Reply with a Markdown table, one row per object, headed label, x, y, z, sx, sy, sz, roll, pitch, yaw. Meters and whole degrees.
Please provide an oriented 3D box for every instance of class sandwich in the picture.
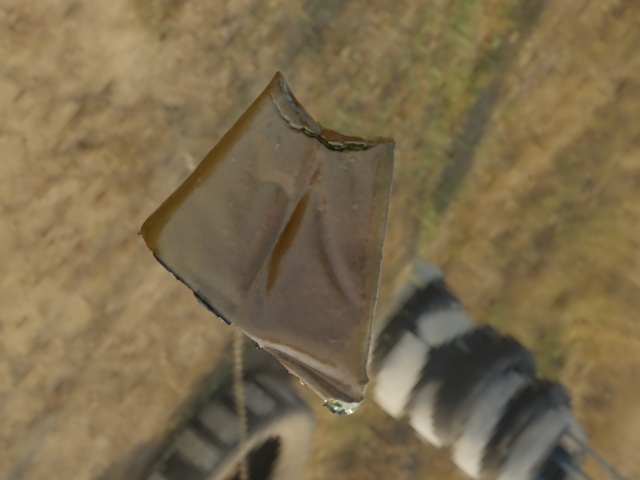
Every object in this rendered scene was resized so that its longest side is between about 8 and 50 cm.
| label | x | y | z | sx | sy | sz | roll | pitch | yaw |
| --- | --- | --- | --- | --- | --- | --- | --- | --- | --- |
| sandwich | 0.000 | 0.000 | 1.482 | 0.212 | 0.245 | 0.063 | -48 | -173 | 12 |
